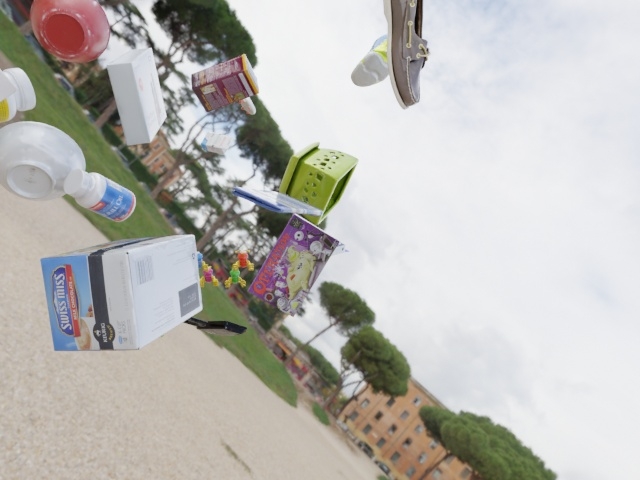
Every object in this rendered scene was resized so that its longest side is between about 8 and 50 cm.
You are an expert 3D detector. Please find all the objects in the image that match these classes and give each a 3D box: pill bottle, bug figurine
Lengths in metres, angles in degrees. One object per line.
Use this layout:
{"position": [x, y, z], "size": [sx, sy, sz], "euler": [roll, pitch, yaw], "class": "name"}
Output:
{"position": [-1.139, -0.468, 1.653], "size": [0.187, 0.333, 0.188], "euler": [21, -54, 33], "class": "pill bottle"}
{"position": [-0.755, -0.156, 1.723], "size": [0.124, 0.124, 0.221], "euler": [37, 1, 31], "class": "pill bottle"}
{"position": [-0.432, 0.120, 2.186], "size": [0.216, 0.278, 0.072], "euler": [100, -14, -45], "class": "bug figurine"}

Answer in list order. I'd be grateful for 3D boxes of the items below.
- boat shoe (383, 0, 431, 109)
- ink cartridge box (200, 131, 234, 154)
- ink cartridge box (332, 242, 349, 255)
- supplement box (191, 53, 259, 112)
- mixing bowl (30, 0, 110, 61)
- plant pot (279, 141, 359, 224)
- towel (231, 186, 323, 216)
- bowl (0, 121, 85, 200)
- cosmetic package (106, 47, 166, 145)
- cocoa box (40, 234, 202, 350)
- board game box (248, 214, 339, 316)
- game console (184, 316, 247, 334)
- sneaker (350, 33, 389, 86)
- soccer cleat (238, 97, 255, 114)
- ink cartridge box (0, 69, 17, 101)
{"position": [0.230, -0.505, 1.299], "size": [0.096, 0.325, 0.116], "euler": [-6, -5, 27], "class": "boat shoe"}
{"position": [-0.279, -0.266, 1.384], "size": [0.083, 0.048, 0.028], "euler": [15, -27, 15], "class": "ink cartridge box"}
{"position": [0.000, 0.000, 2.186], "size": [0.206, 0.045, 0.208], "euler": [29, 21, 28], "class": "ink cartridge box"}
{"position": [-0.302, -0.497, 1.598], "size": [0.104, 0.188, 0.081], "euler": [61, 14, -55], "class": "supplement box"}
{"position": [-0.607, -0.507, 1.211], "size": [0.181, 0.181, 0.098], "euler": [55, 7, -36], "class": "mixing bowl"}
{"position": [-0.016, -0.234, 1.912], "size": [0.207, 0.228, 0.227], "euler": [32, -53, 9], "class": "plant pot"}
{"position": [-0.136, -0.123, 1.664], "size": [0.209, 0.034, 0.285], "euler": [24, 11, 24], "class": "towel"}
{"position": [-0.954, -0.233, 1.681], "size": [0.134, 0.297, 0.298], "euler": [-106, 169, -45], "class": "bowl"}
{"position": [-0.689, -0.560, 1.923], "size": [0.377, 0.097, 0.285], "euler": [-103, -174, -61], "class": "cosmetic package"}
{"position": [-0.486, 0.120, 1.286], "size": [0.347, 0.227, 0.232], "euler": [-34, 120, -77], "class": "cocoa box"}
{"position": [-0.102, 0.095, 1.923], "size": [0.208, 0.347, 0.056], "euler": [31, 6, -2], "class": "board game box"}
{"position": [-0.500, 0.342, 2.120], "size": [0.213, 0.044, 0.361], "euler": [-9, -28, 42], "class": "game console"}
{"position": [0.180, -0.550, 1.522], "size": [0.091, 0.240, 0.126], "euler": [56, -3, -29], "class": "sneaker"}
{"position": [-0.333, -0.633, 2.184], "size": [0.196, 0.076, 0.068], "euler": [51, -26, 8], "class": "soccer cleat"}
{"position": [-0.959, -0.338, 1.216], "size": [0.207, 0.353, 0.119], "euler": [55, 2, -32], "class": "ink cartridge box"}
